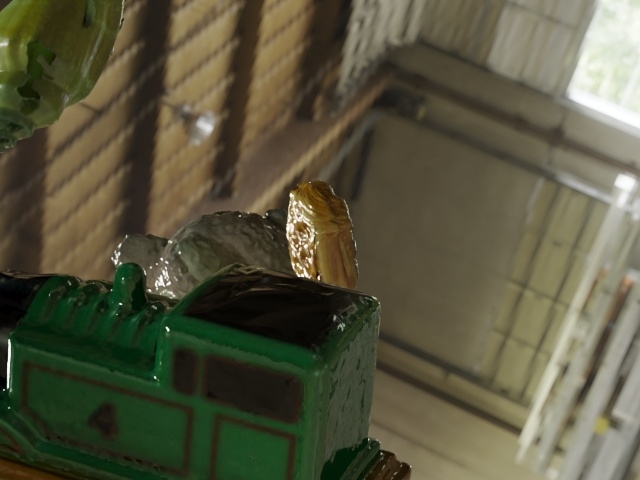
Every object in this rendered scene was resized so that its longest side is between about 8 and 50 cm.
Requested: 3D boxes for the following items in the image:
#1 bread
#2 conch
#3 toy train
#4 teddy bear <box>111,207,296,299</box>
[{"bbox_3d":[0.000,0.000,1.331,0.044,0.083,0.111,-19,-55,-17],"label":"bread"},{"bbox_3d":[-0.212,-0.145,1.184,0.201,0.079,0.095,-50,-44,-25],"label":"conch"},{"bbox_3d":[-0.117,0.129,1.046,0.178,0.429,0.249,-43,-37,-62],"label":"toy train"},{"bbox_3d":[-0.113,0.075,1.571,0.267,0.236,0.151,-47,0,44],"label":"teddy bear"}]
